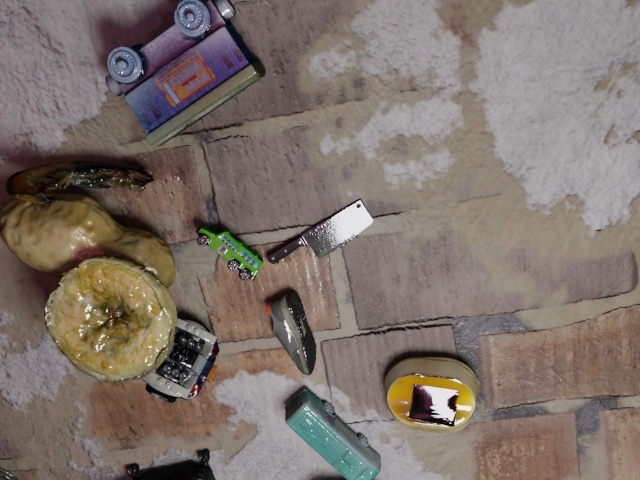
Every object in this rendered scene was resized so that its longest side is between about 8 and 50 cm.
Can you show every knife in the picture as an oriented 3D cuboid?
[{"bbox_3d":[0.000,0.000,1.391,0.245,0.019,0.072,-30,102,11],"label":"knife"}]

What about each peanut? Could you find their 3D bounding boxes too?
[{"bbox_3d":[-0.490,0.005,1.365,0.387,0.169,0.192,23,117,-4],"label":"peanut"}]

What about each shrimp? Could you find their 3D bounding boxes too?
[{"bbox_3d":[-0.497,-0.117,1.308,0.290,0.222,0.054,1,110,-3],"label":"shrimp"}]

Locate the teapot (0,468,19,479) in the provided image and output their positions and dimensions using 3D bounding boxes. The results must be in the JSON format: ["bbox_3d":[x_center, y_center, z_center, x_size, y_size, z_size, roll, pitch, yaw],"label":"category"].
[{"bbox_3d":[-0.825,0.716,1.589,0.305,0.223,0.285,34,100,-2],"label":"teapot"}]

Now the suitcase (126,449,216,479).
[{"bbox_3d":[-0.339,0.712,1.570,0.229,0.152,0.335,-14,107,11],"label":"suitcase"}]

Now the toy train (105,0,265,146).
[{"bbox_3d":[-0.270,-0.337,1.261,0.300,0.131,0.202,-30,103,14],"label":"toy train"}]

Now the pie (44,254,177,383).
[{"bbox_3d":[-0.424,0.162,1.293,0.274,0.055,0.274,0,103,2],"label":"pie"}]

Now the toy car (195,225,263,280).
[{"bbox_3d":[-0.197,0.020,1.392,0.165,0.071,0.062,40,91,-6],"label":"toy car"}]

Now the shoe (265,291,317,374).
[{"bbox_3d":[-0.066,0.212,1.437,0.077,0.074,0.194,-11,103,21],"label":"shoe"}]

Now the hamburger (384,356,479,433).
[{"bbox_3d":[0.246,0.344,1.421,0.210,0.116,0.173,2,98,10],"label":"hamburger"}]

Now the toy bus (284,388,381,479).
[{"bbox_3d":[0.030,0.461,1.479,0.262,0.109,0.091,43,100,-8],"label":"toy bus"}]

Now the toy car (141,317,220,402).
[{"bbox_3d":[-0.369,0.229,1.409,0.301,0.118,0.193,26,64,0],"label":"toy car"}]
